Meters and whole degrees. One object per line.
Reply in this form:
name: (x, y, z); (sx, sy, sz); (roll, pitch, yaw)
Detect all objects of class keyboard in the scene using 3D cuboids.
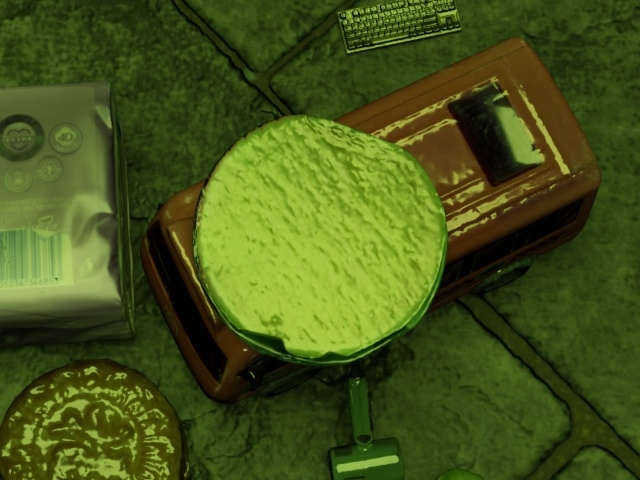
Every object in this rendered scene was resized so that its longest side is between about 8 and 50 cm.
keyboard: (0.085, -0.237, 1.677); (0.129, 0.015, 0.049); (-12, 75, -5)

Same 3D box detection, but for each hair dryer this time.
hair dryer: (0.039, 0.173, 1.505); (0.071, 0.047, 0.150); (-9, 114, -5)

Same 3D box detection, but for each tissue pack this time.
tissue pack: (-0.358, -0.015, 1.528); (0.338, 0.160, 0.242); (-4, 73, -2)

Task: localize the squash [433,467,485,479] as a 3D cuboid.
squash: (0.085, 0.408, 1.468); (0.233, 0.210, 0.309); (46, 106, 9)

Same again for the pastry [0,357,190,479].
pastry: (-0.217, 0.206, 1.495); (0.188, 0.103, 0.189); (0, 73, -1)

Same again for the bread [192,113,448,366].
bread: (0.000, 0.000, 1.359); (0.228, 0.033, 0.229); (1, 74, -2)

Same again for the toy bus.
toy bus: (0.046, -0.015, 1.500); (0.426, 0.233, 0.203); (-26, 76, -9)
